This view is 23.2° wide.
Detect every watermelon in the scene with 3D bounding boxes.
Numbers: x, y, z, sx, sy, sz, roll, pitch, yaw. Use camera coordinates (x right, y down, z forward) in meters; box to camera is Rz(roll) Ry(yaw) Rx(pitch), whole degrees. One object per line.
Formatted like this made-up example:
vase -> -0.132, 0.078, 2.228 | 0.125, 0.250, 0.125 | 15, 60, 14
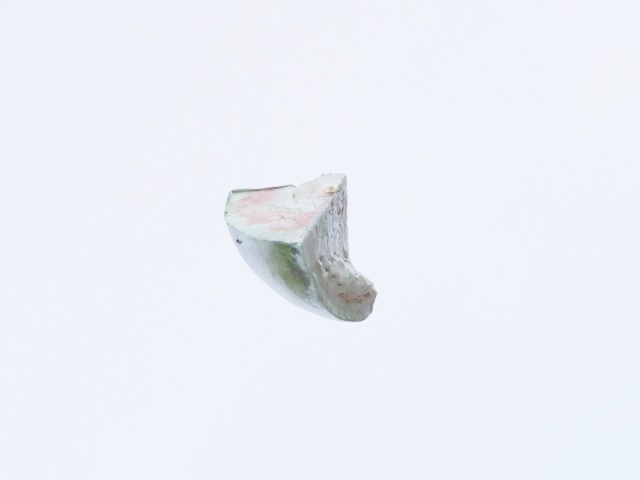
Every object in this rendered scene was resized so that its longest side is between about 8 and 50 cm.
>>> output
watermelon -> 0.000, 0.000, 0.691 | 0.061, 0.085, 0.085 | -56, -30, 1
